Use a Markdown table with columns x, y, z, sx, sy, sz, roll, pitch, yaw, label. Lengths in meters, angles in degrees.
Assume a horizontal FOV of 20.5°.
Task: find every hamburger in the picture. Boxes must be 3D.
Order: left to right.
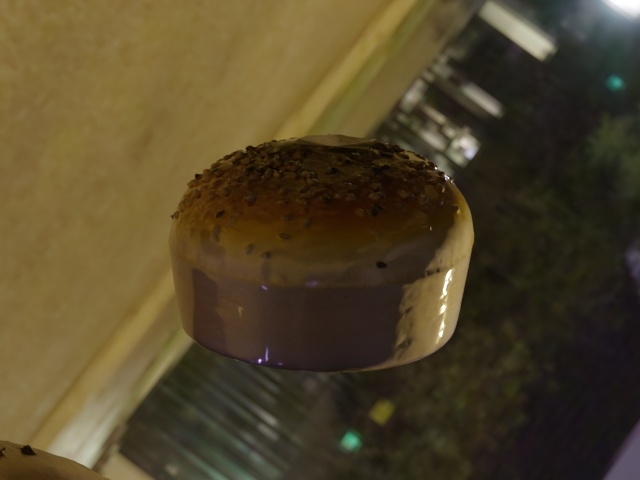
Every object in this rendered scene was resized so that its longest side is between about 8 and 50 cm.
| x | y | z | sx | sy | sz | roll | pitch | yaw | label |
| --- | --- | --- | --- | --- | --- | --- | --- | --- | --- |
| 0.000 | 0.000 | 0.727 | 0.141 | 0.126 | 0.081 | -48 | 141 | -74 | hamburger |

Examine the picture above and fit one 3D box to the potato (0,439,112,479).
| x | y | z | sx | sy | sz | roll | pitch | yaw | label |
| --- | --- | --- | --- | --- | --- | --- | --- | --- | --- |
| -0.156 | 0.164 | 0.835 | 0.173 | 0.300 | 0.140 | -3 | -112 | 44 | potato |
